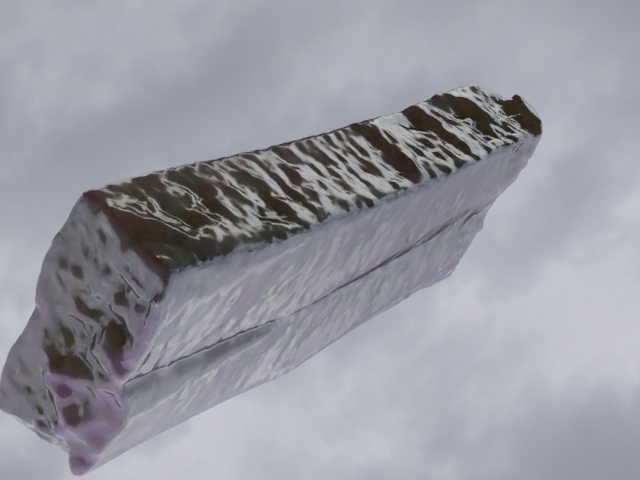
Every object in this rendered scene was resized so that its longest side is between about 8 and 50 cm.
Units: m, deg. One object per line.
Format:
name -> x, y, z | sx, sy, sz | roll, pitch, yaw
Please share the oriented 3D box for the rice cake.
rice cake -> -0.002, 0.002, 0.463 | 0.050, 0.106, 0.298 | 41, -149, 17
